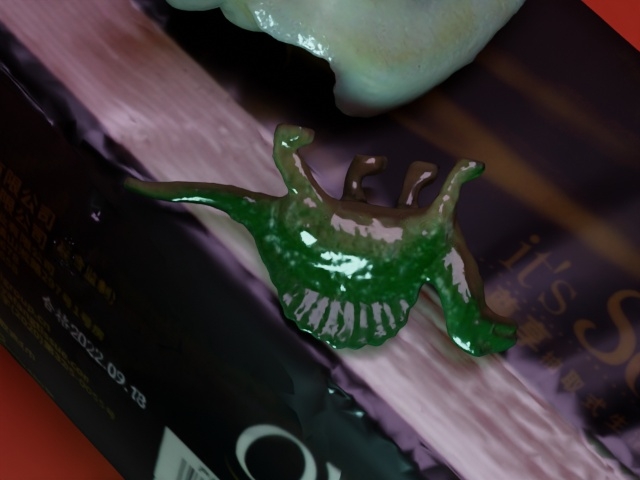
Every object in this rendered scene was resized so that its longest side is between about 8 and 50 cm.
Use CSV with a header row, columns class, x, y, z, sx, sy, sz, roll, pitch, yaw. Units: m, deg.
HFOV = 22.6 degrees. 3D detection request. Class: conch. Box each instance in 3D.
class,x,y,z,sx,sy,sz,roll,pitch,yaw
conch,0.007,-0.089,0.483,0.180,0.065,0.088,-14,63,-24

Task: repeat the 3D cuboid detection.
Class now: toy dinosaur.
class,x,y,z,sx,sy,sz,roll,pitch,yaw
toy dinosaur,0.001,0.000,0.460,0.120,0.029,0.060,8,80,-1

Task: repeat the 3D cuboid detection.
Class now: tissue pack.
class,x,y,z,sx,sy,sz,roll,pitch,yaw
tissue pack,0.009,0.012,0.578,0.198,0.210,0.370,-36,74,-32
